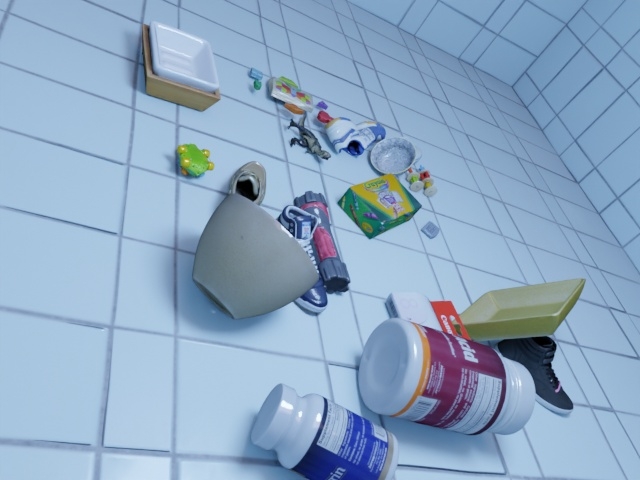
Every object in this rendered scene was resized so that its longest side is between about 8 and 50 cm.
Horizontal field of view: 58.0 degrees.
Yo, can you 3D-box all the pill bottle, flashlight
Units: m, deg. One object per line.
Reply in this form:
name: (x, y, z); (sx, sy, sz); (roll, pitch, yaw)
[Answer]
pill bottle: (0.008, 0.395, 1.135); (0.265, 0.153, 0.153); (30, 37, -10)
pill bottle: (0.310, 0.340, 1.393); (0.392, 0.224, 0.224); (20, 40, -24)
flashlight: (0.000, 0.000, 1.609); (0.103, 0.103, 0.304); (-7, 51, -12)

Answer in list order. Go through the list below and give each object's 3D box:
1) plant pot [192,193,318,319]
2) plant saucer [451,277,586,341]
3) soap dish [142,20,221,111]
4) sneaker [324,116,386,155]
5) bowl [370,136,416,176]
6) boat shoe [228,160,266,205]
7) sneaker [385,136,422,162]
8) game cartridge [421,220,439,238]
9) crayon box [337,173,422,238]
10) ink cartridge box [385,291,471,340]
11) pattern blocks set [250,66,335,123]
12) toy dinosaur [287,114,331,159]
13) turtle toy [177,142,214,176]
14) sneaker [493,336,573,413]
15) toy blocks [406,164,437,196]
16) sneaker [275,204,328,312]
plant pot: (-0.171, 0.064, 1.287); (0.284, 0.284, 0.191); (41, 72, 4)
plant saucer: (0.610, 0.220, 1.753); (0.333, 0.333, 0.081); (-23, 96, -50)
soap dish: (-0.444, -0.541, 1.801); (0.229, 0.118, 0.291); (11, 44, -32)
sneaker: (0.140, -0.370, 2.150); (0.296, 0.112, 0.131); (-6, 71, -42)
bowl: (0.276, -0.297, 2.160); (0.170, 0.080, 0.170); (-6, 61, 10)
boat shoe: (-0.199, -0.142, 1.590); (0.109, 0.098, 0.302); (30, 37, -10)
sneaker: (0.333, -0.361, 2.291); (0.258, 0.091, 0.094); (-11, 58, -46)
game cartridge: (0.393, -0.036, 2.054); (0.056, 0.017, 0.083); (41, 36, 10)
crayon box: (0.202, -0.120, 1.924); (0.165, 0.081, 0.278); (49, 37, 14)
ink cartridge box: (0.318, 0.231, 1.626); (0.232, 0.066, 0.189); (-2, 49, -20)
pattern blocks set: (-0.105, -0.539, 2.133); (0.325, 0.026, 0.285); (13, 34, -31)
toy dinosaur: (-0.055, -0.361, 1.994); (0.118, 0.064, 0.268); (9, 40, -38)
turtle toy: (-0.351, -0.221, 1.574); (0.095, 0.066, 0.130); (6, 46, -36)
sneaker: (0.674, 0.385, 1.722); (0.296, 0.147, 0.104); (44, 34, 6)
toy blocks: (0.383, -0.248, 2.243); (0.123, 0.054, 0.148); (16, 41, -28)
sneaker: (-0.043, 0.038, 1.481); (0.099, 0.153, 0.282); (-7, 55, -44)
